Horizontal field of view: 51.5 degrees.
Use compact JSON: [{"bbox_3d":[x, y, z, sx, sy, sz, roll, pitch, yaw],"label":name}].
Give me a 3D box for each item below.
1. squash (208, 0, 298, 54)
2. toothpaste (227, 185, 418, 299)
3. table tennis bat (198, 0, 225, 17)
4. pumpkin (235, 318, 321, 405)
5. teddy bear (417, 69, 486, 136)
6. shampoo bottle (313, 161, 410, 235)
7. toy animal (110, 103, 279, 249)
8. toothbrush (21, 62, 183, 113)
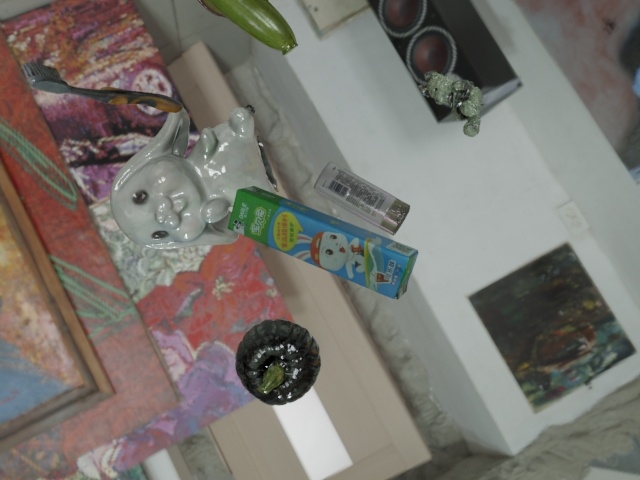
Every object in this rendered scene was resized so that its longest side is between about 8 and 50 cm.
[{"bbox_3d":[-0.114,-0.360,1.020,0.066,0.201,0.066,-47,178,-2],"label":"squash"},{"bbox_3d":[0.000,0.000,0.916,0.050,0.266,0.065,-26,135,-64],"label":"toothpaste"},{"bbox_3d":[-0.216,-0.715,1.840,0.268,0.051,0.415,-38,144,-2],"label":"table tennis bat"},{"bbox_3d":[-0.141,0.410,2.199,0.295,0.296,0.296,-28,170,-5],"label":"pumpkin"},{"bbox_3d":[0.368,-0.387,1.765,0.111,0.213,0.133,-32,150,-14],"label":"teddy bear"},{"bbox_3d":[0.099,-0.102,1.592,0.086,0.227,0.056,-59,168,-7],"label":"shampoo bottle"},{"bbox_3d":[-0.223,-0.111,1.161,0.289,0.249,0.174,-5,-172,-33],"label":"toy animal"},{"bbox_3d":[-0.259,-0.186,0.850,0.023,0.031,0.321,-30,174,18],"label":"toothbrush"}]
